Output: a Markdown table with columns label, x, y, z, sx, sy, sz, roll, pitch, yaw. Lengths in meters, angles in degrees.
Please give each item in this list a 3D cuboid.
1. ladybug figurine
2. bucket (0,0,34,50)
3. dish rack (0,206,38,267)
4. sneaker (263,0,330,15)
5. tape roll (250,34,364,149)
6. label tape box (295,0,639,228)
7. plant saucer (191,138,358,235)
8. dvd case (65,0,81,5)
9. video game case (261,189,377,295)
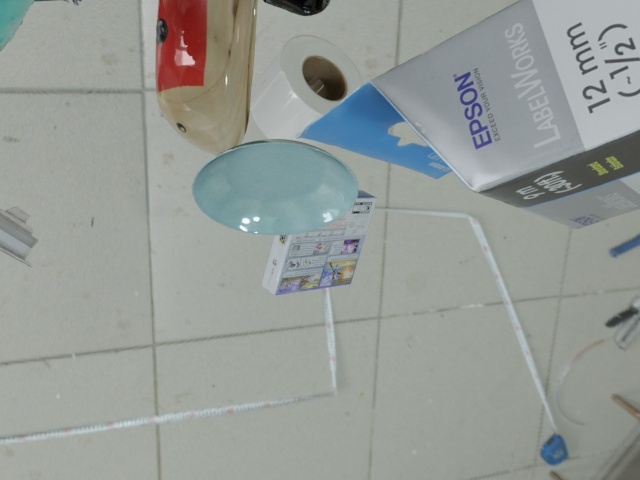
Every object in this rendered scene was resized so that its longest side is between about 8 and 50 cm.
| label | x | y | z | sx | sy | sz | roll | pitch | yaw |
| --- | --- | --- | --- | --- | --- | --- | --- | --- | --- |
| ladybug figurine | -0.199 | -0.376 | 1.192 | 0.161 | 0.305 | 0.450 | 4 | 88 | -4 |
| bucket | -0.462 | -0.383 | 0.821 | 0.183 | 0.281 | 0.281 | -31 | 123 | 35 |
| dish rack | -0.551 | -0.090 | 0.914 | 0.072 | 0.285 | 0.333 | -60 | 160 | -14 |
| sneaker | -0.043 | -0.510 | 0.934 | 0.169 | 0.258 | 0.448 | -13 | 149 | 6 |
| tape roll | -0.032 | -0.355 | 1.651 | 0.246 | 0.169 | 0.246 | 16 | 58 | -28 |
| label tape box | 0.195 | -0.084 | 0.477 | 0.249 | 0.347 | 0.115 | 7 | 63 | -55 |
| plant saucer | -0.053 | -0.069 | 0.790 | 0.194 | 0.195 | 0.038 | 12 | 58 | -24 |
| dvd case | -0.570 | -0.546 | 1.271 | 0.018 | 0.221 | 0.165 | -58 | 162 | -25 |
| video game case | 0.000 | 0.000 | 1.627 | 0.269 | 0.061 | 0.245 | -4 | 117 | -45 |
